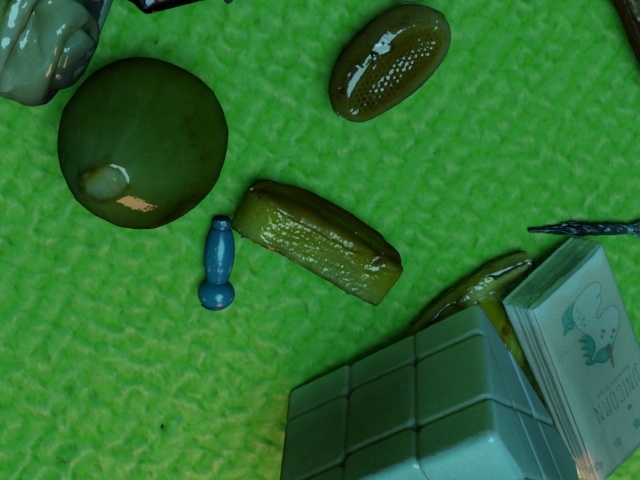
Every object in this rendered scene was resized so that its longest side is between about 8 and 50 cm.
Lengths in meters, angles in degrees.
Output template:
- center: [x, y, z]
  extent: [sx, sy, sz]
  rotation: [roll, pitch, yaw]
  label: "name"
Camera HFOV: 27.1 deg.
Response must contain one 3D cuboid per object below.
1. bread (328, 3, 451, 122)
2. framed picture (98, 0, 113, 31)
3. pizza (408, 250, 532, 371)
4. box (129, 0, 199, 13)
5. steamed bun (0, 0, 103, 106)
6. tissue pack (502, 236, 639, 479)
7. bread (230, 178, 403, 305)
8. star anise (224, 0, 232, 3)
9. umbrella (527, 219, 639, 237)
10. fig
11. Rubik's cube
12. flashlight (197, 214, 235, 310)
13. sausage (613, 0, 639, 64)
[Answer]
- center: [0.085, -0.233, 1.721]
  extent: [0.189, 0.077, 0.114]
  rotation: [-39, 133, 2]
  label: "bread"
- center: [-0.342, -0.370, 1.602]
  extent: [0.232, 0.019, 0.296]
  rotation: [19, 104, -19]
  label: "framed picture"
- center: [0.255, 0.122, 1.885]
  extent: [0.204, 0.080, 0.188]
  rotation: [-46, 114, 5]
  label: "pizza"
- center: [-0.137, -0.494, 1.541]
  extent: [0.264, 0.116, 0.415]
  rotation: [-18, 113, -15]
  label: "box"
- center: [-0.357, -0.253, 1.452]
  extent: [0.237, 0.346, 0.394]
  rotation: [43, 76, -17]
  label: "steamed bun"
- center: [0.383, 0.173, 1.903]
  extent: [0.170, 0.071, 0.325]
  rotation: [-41, 120, -28]
  label: "tissue pack"
- center: [0.000, 0.000, 1.770]
  extent: [0.245, 0.102, 0.094]
  rotation: [28, 103, -20]
  label: "bread"
- center: [-0.056, -0.412, 1.473]
  extent: [0.315, 0.108, 0.315]
  rotation: [-4, 100, -22]
  label: "star anise"
- center: [0.428, -0.011, 1.900]
  extent: [0.269, 0.044, 0.044]
  rotation: [-5, 83, -10]
  label: "umbrella"
- center: [-0.223, -0.105, 1.618]
  extent: [0.207, 0.230, 0.207]
  rotation: [11, 144, 8]
  label: "fig"
- center: [0.155, 0.336, 1.773]
  extent: [0.316, 0.319, 0.322]
  rotation: [-28, 113, 17]
  label: "Rubik's cube"
- center: [-0.136, 0.032, 1.776]
  extent: [0.051, 0.051, 0.129]
  rotation: [1, 108, -14]
  label: "flashlight"
- center: [0.454, -0.293, 1.773]
  extent: [0.102, 0.102, 0.330]
  rotation: [-29, 114, -2]
  label: "sausage"
